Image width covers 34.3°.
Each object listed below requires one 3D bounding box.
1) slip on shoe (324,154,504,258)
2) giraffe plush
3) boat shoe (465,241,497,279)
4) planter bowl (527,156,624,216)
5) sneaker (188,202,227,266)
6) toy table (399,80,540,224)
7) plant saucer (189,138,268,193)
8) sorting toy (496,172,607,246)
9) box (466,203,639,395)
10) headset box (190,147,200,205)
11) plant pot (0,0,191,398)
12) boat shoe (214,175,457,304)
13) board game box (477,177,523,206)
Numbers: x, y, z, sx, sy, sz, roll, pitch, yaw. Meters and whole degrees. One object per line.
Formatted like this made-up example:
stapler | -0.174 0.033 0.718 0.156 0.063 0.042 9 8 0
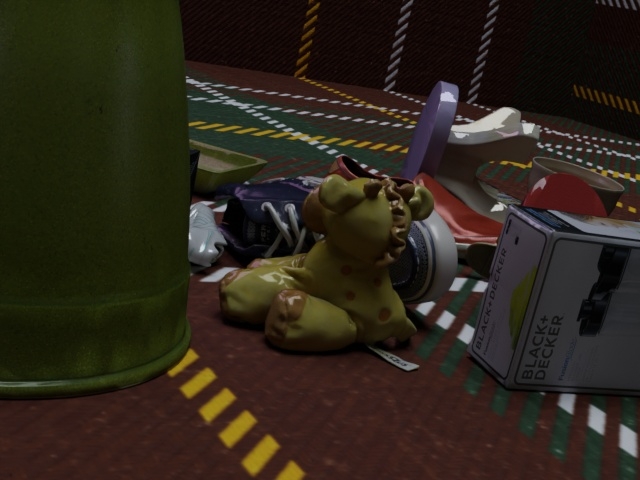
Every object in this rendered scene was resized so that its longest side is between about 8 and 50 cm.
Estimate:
slip on shoe | 0.151 -0.044 1.504 0.332 0.101 0.123 18 13 17
giraffe plush | 0.022 0.013 1.024 0.210 0.170 0.181 18 15 22
boat shoe | 0.257 0.037 1.389 0.135 0.050 0.045 22 11 0
planter bowl | 0.425 -0.066 1.786 0.162 0.109 0.162 16 17 -5
sneaker | -0.140 -0.001 1.213 0.061 0.053 0.152 27 17 -3
toy table | 0.225 -0.121 1.628 0.161 0.252 0.274 15 -18 -4
plant saucer | -0.204 -0.117 1.608 0.189 0.045 0.188 17 15 18
sorting toy | 0.351 0.043 1.242 0.366 0.127 0.126 25 -20 -22
box | 0.312 0.069 1.059 0.290 0.169 0.087 8 17 -22
headset box | -0.318 -0.077 1.222 0.293 0.110 0.218 14 14 8
plant pot | -0.264 -0.105 0.879 0.367 0.352 0.366 11 14 -3
boat shoe | 0.000 0.000 1.203 0.158 0.127 0.341 -4 12 -30
board game box | 0.282 -0.088 1.933 0.136 0.030 0.260 4 16 -22
